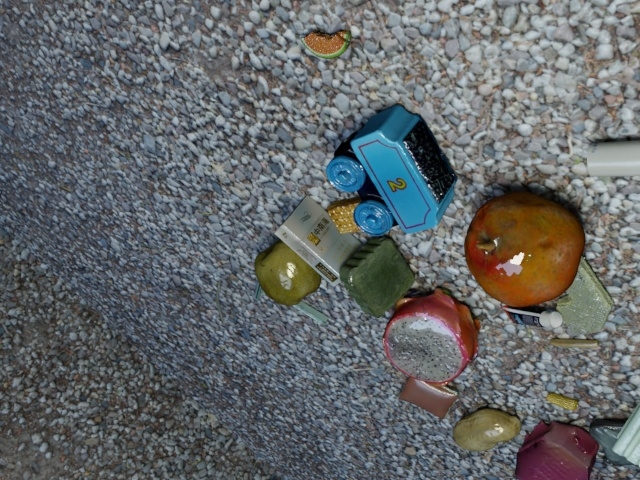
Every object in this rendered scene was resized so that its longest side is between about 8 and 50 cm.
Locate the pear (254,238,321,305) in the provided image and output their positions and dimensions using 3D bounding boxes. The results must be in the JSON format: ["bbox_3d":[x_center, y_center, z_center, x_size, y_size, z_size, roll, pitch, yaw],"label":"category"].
[{"bbox_3d":[-0.094,0.100,2.205,0.211,0.188,0.228,51,137,-11],"label":"pear"}]

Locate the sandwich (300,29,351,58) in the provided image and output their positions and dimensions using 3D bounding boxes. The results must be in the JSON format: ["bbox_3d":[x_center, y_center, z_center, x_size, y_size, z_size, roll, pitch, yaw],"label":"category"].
[{"bbox_3d":[0.015,-0.478,1.683,0.135,0.029,0.067,13,130,29],"label":"sandwich"}]

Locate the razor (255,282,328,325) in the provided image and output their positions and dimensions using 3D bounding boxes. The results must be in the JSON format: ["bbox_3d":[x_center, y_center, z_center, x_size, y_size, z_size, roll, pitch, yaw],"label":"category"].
[{"bbox_3d":[-0.098,0.218,2.444,0.277,0.056,0.111,25,141,4],"label":"razor"}]

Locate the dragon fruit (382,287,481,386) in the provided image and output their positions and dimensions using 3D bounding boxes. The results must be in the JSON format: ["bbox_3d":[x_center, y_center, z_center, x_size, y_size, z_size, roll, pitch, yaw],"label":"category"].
[{"bbox_3d":[0.339,0.269,2.063,0.290,0.189,0.291,15,129,19],"label":"dragon fruit"}]

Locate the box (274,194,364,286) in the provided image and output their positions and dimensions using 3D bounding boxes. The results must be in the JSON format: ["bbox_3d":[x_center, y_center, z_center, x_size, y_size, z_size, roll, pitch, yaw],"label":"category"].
[{"bbox_3d":[0.000,0.000,2.065,0.243,0.155,0.067,41,140,-7],"label":"box"}]

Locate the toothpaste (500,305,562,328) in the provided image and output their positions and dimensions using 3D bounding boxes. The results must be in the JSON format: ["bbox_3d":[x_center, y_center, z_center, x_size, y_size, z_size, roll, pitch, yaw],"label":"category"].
[{"bbox_3d":[0.575,0.209,1.902,0.071,0.045,0.193,50,161,-14],"label":"toothpaste"}]

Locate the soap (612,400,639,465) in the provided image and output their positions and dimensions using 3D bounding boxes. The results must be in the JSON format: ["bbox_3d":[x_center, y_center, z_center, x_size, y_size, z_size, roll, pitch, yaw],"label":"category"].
[{"bbox_3d":[0.917,0.494,1.845,0.159,0.087,0.266,28,125,22],"label":"soap"}]

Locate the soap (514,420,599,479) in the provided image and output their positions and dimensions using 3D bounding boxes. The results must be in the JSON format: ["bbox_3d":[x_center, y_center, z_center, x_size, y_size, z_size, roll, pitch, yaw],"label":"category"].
[{"bbox_3d":[0.751,0.695,2.204,0.220,0.127,0.325,33,140,3],"label":"soap"}]

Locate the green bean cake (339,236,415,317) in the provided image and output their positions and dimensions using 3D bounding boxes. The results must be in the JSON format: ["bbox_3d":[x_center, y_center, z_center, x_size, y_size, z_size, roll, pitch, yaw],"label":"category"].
[{"bbox_3d":[0.162,0.107,2.018,0.094,0.185,0.183,9,138,57],"label":"green bean cake"}]

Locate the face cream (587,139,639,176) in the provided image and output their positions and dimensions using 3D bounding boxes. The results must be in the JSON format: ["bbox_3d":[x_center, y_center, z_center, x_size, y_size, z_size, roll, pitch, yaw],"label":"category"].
[{"bbox_3d":[0.691,-0.171,1.433,0.250,0.077,0.077,3,130,37],"label":"face cream"}]

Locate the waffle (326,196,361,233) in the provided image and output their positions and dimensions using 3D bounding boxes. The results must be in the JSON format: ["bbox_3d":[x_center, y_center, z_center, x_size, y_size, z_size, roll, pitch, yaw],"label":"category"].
[{"bbox_3d":[0.097,-0.074,2.006,0.148,0.042,0.102,-10,123,43],"label":"waffle"}]

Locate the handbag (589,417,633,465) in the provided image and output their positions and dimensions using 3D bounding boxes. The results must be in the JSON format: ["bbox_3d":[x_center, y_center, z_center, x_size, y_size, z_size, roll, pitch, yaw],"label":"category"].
[{"bbox_3d":[0.945,0.581,1.991,0.332,0.075,0.192,-20,118,42],"label":"handbag"}]

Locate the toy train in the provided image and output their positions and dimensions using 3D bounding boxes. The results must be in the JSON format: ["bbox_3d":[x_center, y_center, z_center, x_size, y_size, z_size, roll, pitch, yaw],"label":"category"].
[{"bbox_3d":[0.185,-0.161,1.749,0.265,0.188,0.300,-17,116,40],"label":"toy train"}]

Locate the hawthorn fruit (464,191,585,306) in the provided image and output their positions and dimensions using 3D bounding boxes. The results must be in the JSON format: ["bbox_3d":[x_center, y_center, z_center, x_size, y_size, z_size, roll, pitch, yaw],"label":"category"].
[{"bbox_3d":[0.455,0.014,1.612,0.298,0.277,0.277,8,168,-40],"label":"hawthorn fruit"}]

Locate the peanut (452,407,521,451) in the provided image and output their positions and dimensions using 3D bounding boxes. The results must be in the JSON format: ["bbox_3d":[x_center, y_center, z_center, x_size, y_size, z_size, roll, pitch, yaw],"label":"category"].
[{"bbox_3d":[0.549,0.626,2.295,0.137,0.122,0.253,35,138,-11],"label":"peanut"}]

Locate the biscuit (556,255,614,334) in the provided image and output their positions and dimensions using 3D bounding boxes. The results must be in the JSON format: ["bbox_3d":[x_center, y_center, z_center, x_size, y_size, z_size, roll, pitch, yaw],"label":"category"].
[{"bbox_3d":[0.660,0.141,1.789,0.147,0.046,0.250,-21,114,46],"label":"biscuit"}]

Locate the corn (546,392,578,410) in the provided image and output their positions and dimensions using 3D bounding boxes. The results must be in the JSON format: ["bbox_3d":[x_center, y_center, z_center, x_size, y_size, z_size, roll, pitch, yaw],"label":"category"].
[{"bbox_3d":[0.728,0.485,2.084,0.092,0.037,0.037,17,137,28],"label":"corn"}]

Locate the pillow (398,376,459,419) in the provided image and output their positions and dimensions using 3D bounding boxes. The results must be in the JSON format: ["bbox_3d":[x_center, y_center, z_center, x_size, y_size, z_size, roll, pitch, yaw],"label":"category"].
[{"bbox_3d":[0.371,0.522,2.359,0.179,0.075,0.171,26,134,10],"label":"pillow"}]

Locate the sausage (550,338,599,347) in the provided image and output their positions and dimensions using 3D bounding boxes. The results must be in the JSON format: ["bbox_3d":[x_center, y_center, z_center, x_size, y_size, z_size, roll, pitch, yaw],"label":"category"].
[{"bbox_3d":[0.702,0.284,1.915,0.132,0.024,0.024,-5,125,39],"label":"sausage"}]
